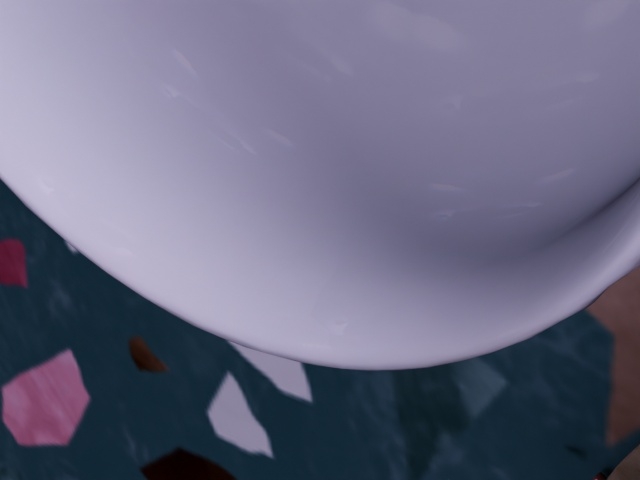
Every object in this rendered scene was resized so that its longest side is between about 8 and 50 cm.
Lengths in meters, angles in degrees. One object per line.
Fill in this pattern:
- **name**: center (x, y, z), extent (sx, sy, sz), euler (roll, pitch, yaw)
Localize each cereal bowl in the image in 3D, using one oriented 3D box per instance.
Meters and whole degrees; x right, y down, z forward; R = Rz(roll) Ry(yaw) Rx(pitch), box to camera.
- **cereal bowl**: center (0.000, -0.144, 0.462), extent (0.339, 0.141, 0.339), euler (25, 132, 31)

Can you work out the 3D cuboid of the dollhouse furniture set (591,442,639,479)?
- **dollhouse furniture set**: center (0.135, 0.108, 0.507), extent (0.129, 0.129, 0.183), euler (46, 140, 12)
